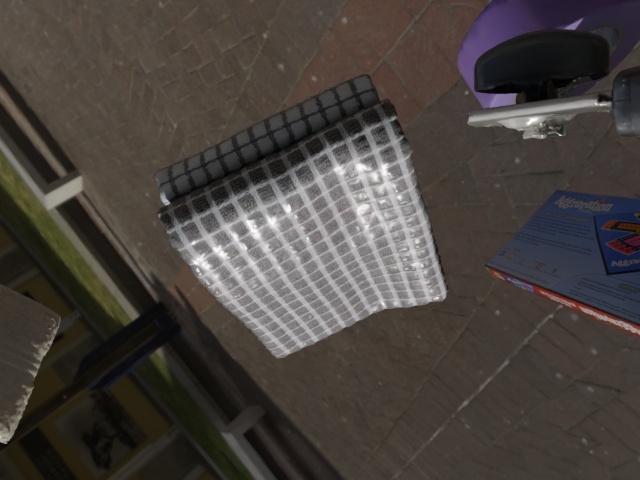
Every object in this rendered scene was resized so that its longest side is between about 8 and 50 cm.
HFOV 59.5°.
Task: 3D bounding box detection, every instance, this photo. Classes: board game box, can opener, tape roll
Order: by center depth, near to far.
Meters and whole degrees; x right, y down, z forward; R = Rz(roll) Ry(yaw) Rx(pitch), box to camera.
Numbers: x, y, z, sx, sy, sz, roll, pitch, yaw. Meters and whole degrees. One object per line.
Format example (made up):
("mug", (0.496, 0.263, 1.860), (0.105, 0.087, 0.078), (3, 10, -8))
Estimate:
("can opener", (0.231, -0.118, 0.381), (0.283, 0.076, 0.095), (1, 95, 43))
("board game box", (0.305, 0.012, 0.608), (0.027, 0.145, 0.281), (45, 177, -16))
("tape roll", (0.258, -0.220, 0.634), (0.080, 0.189, 0.189), (64, 157, 21))

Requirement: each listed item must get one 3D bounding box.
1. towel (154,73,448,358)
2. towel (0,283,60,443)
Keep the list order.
("towel", (0.000, 0.000, 0.587), (0.284, 0.235, 0.121), (60, -176, -47))
("towel", (-0.469, 0.120, 0.682), (0.049, 0.187, 0.282), (-12, 142, 30))
